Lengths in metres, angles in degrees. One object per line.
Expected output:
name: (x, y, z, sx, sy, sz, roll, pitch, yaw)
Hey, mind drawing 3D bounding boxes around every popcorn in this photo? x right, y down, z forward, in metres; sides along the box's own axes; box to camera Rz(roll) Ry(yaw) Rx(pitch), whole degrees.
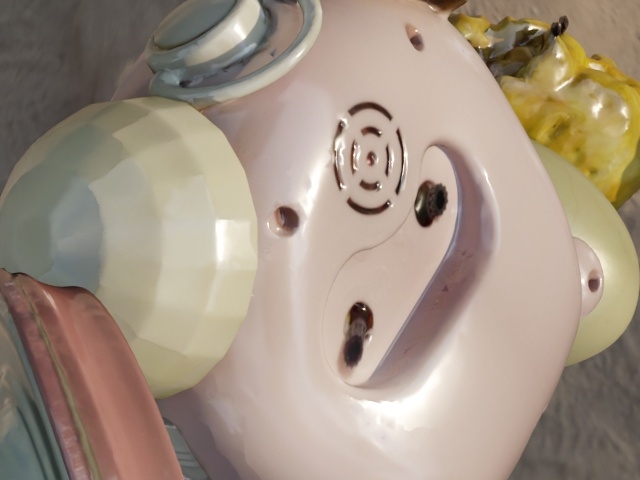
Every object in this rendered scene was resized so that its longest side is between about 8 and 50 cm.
popcorn: (0.184, -0.111, 1.401, 0.253, 0.190, 0.191, 38, 111, -21)

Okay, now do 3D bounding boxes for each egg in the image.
egg: (0.134, 0.007, 1.213, 0.242, 0.186, 0.186, 22, 112, 7)

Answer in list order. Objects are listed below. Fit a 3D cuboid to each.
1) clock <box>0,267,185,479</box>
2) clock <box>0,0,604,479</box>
clock: (-0.088, 0.128, 0.566, 0.056, 0.244, 0.244, -14, 115, -20)
clock: (0.000, 0.000, 0.846, 0.184, 0.342, 0.325, -4, 131, 37)
